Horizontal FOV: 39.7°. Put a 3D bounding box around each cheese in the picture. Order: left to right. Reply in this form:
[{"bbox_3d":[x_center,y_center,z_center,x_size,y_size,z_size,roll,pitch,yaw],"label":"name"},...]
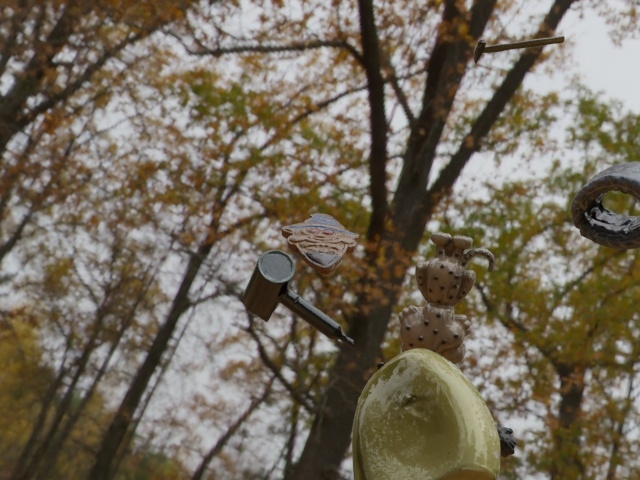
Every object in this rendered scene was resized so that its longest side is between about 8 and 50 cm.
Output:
[{"bbox_3d":[0.163,0.312,1.489,0.260,0.316,0.128,-24,-54,14],"label":"cheese"}]

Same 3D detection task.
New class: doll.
[{"bbox_3d":[0.252,0.122,1.814,0.154,0.278,0.119,19,10,8],"label":"doll"}]

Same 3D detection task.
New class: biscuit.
[{"bbox_3d":[0.000,0.000,2.059,0.183,0.280,0.043,1,-66,-2],"label":"biscuit"}]

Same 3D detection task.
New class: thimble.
[{"bbox_3d":[0.760,-0.088,2.214,0.236,0.172,0.205,-27,-86,42],"label":"thimble"}]

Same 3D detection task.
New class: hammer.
[{"bbox_3d":[0.407,-0.397,1.814,0.199,0.013,0.062,-10,-28,-14],"label":"hammer"}]

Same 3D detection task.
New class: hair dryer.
[{"bbox_3d":[-0.043,0.150,1.775,0.248,0.078,0.195,37,-35,7],"label":"hair dryer"}]

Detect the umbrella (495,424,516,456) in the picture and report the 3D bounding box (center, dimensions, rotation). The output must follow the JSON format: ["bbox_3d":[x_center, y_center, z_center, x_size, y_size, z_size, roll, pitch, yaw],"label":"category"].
[{"bbox_3d":[0.319,0.408,1.906,0.236,0.066,0.059,22,-58,-23],"label":"umbrella"}]
